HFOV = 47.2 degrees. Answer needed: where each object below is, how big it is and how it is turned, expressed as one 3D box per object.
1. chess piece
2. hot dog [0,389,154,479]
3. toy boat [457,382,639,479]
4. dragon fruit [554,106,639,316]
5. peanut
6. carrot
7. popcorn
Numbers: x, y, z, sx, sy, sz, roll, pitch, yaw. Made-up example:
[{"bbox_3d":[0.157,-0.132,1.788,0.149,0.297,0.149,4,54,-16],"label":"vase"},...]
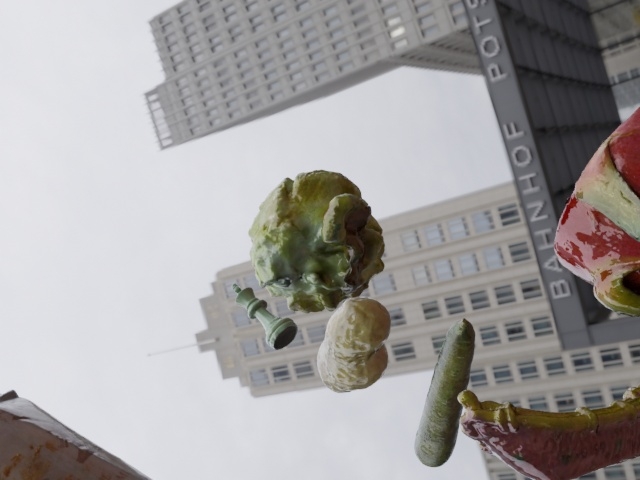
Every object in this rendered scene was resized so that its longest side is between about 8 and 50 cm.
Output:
[{"bbox_3d":[-0.107,0.122,1.266,0.149,0.059,0.059,40,-163,28],"label":"chess piece"},{"bbox_3d":[-0.174,0.187,0.486,0.069,0.252,0.131,95,-161,-56],"label":"hot dog"},{"bbox_3d":[0.270,0.184,0.737,0.317,0.141,0.099,2,-120,-35],"label":"toy boat"},{"bbox_3d":[0.435,-0.027,0.894,0.189,0.291,0.290,44,-162,29],"label":"dragon fruit"},{"bbox_3d":[0.076,0.221,1.515,0.319,0.147,0.148,106,175,-53],"label":"peanut"},{"bbox_3d":[0.216,0.266,1.250,0.074,0.074,0.359,-64,-16,-49],"label":"carrot"},{"bbox_3d":[0.000,0.000,0.968,0.197,0.212,0.198,5,-99,-30],"label":"popcorn"}]
